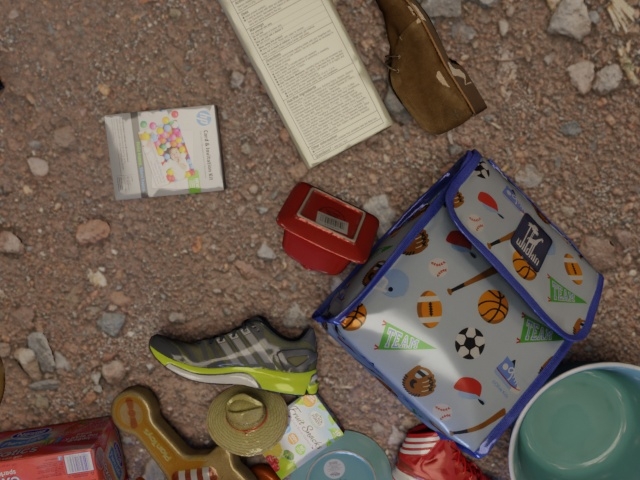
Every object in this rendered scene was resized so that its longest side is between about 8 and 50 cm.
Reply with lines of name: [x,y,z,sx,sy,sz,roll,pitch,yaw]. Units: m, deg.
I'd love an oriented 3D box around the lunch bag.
lunch bag: [0.236,0.089,1.139,0.328,0.239,0.385,45,80,-5]

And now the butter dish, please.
butter dish: [0.000,0.000,1.176,0.160,0.160,0.118,26,123,-1]

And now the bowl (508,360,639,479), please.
bowl: [0.455,0.333,1.203,0.311,0.163,0.312,0,98,0]

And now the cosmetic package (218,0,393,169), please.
cosmetic package: [-0.024,-0.286,1.136,0.160,0.113,0.310,-27,97,3]

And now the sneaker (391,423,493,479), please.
sneaker: [0.247,0.395,1.251,0.221,0.087,0.128,15,99,-4]

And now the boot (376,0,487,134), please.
boot: [0.140,-0.308,1.143,0.115,0.112,0.305,-33,99,15]

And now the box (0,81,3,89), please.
box: [-0.656,-0.336,1.109,0.165,0.143,0.271,-21,98,5]

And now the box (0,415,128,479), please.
box: [-0.502,0.420,1.221,0.299,0.142,0.154,-10,98,1]

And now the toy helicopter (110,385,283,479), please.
toy helicopter: [-0.251,0.415,1.250,0.235,0.140,0.355,-43,86,14]

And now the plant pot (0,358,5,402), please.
plant pot: [-0.684,0.247,1.252,0.236,0.032,0.237,0,99,-1]

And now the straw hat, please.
straw hat: [-0.128,0.292,1.207,0.144,0.145,0.061,-3,141,0]

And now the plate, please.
plate: [0.038,0.438,1.287,0.188,0.024,0.188,0,99,0]

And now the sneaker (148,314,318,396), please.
sneaker: [-0.143,0.185,1.219,0.299,0.111,0.121,9,88,-7]

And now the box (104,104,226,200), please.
box: [-0.260,-0.148,1.193,0.186,0.038,0.145,-5,99,-1]

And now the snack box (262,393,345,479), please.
snack box: [-0.042,0.342,1.259,0.141,0.037,0.100,-37,89,5]
